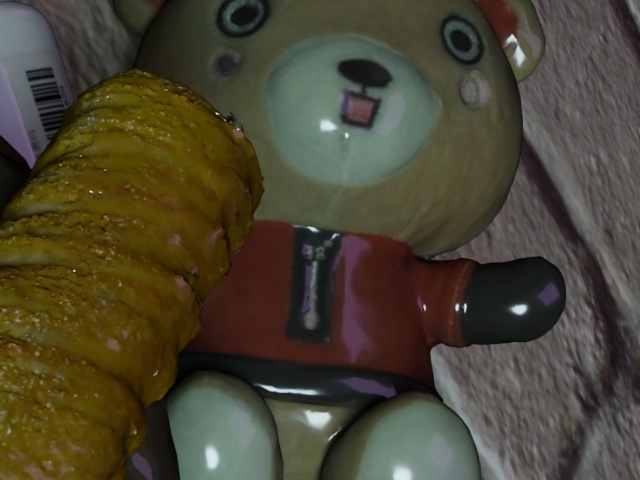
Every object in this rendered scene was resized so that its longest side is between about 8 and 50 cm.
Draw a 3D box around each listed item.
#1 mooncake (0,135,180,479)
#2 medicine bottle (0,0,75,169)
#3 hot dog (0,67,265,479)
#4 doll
[{"bbox_3d":[-0.190,0.093,0.625,0.324,0.187,0.324,26,57,-48],"label":"mooncake"},{"bbox_3d":[-0.149,-0.036,0.817,0.103,0.103,0.186,-19,92,-57],"label":"medicine bottle"},{"bbox_3d":[-0.087,0.053,0.566,0.083,0.068,0.289,49,44,-25],"label":"hot dog"},{"bbox_3d":[0.000,0.000,0.957,0.174,0.235,0.330,108,-12,-71],"label":"doll"}]
